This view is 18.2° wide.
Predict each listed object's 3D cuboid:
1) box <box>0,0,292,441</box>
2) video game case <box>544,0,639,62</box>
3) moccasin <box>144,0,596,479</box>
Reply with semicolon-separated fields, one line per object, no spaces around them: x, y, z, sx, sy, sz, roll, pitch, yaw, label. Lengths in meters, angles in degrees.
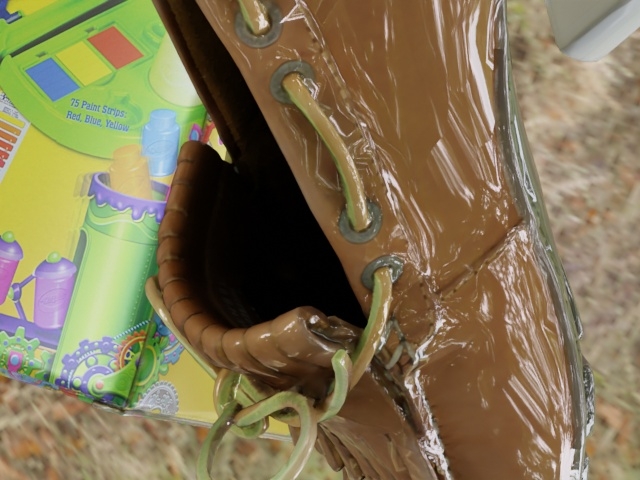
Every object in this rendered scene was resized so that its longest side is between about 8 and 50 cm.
-0.122;-0.083;0.899;0.177;0.290;0.279;19;85;-61;box
0.125;-0.194;0.704;0.023;0.183;0.201;10;56;-34;video game case
0.002;0.002;0.649;0.147;0.139;0.380;-26;135;-16;moccasin
